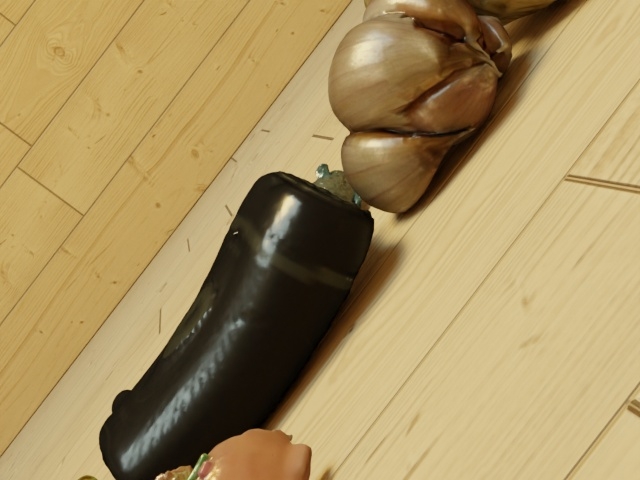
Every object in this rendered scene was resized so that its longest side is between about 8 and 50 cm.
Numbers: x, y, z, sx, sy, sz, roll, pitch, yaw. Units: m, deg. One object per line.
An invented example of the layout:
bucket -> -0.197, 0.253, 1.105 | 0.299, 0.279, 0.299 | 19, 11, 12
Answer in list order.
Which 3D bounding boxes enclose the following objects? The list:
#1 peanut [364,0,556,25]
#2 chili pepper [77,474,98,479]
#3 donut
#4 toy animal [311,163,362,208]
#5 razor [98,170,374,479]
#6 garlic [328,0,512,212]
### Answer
peanut -> 0.165, -0.288, 1.051 | 0.153, 0.140, 0.325 | -29, 11, -36
chili pepper -> -0.305, 0.344, 1.316 | 0.049, 0.043, 0.208 | -41, 11, -7
donut -> -0.103, 0.236, 0.737 | 0.233, 0.085, 0.199 | -40, 18, 53
toy animal -> -0.008, 0.005, 1.119 | 0.253, 0.070, 0.079 | -69, 3, -46
razor -> -0.084, 0.093, 0.985 | 0.349, 0.113, 0.204 | -57, 21, 3
garlic -> 0.081, -0.151, 0.993 | 0.214, 0.160, 0.191 | -52, 6, -15
